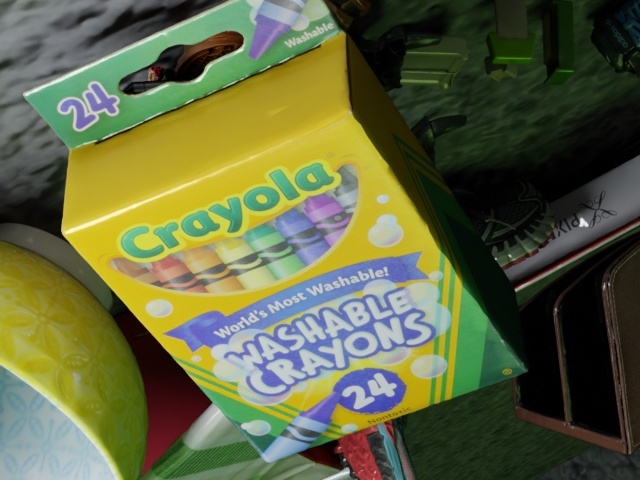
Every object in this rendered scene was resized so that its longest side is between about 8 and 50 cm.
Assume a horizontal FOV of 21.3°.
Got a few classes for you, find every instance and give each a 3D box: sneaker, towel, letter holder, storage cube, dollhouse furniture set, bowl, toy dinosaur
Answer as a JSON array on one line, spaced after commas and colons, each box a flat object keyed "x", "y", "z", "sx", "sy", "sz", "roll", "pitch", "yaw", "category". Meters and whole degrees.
[{"x": 0.065, "y": 0.124, "z": 1.632, "sx": 0.125, "sy": 0.262, "sz": 0.104, "roll": -16, "pitch": 178, "yaw": -24, "category": "sneaker"}, {"x": -0.051, "y": 0.141, "z": 1.384, "sx": 0.325, "sy": 0.038, "sz": 0.248, "roll": -45, "pitch": 163, "yaw": 17, "category": "towel"}, {"x": 0.258, "y": -0.175, "z": 1.346, "sx": 0.084, "sy": 0.058, "sz": 0.152, "roll": -31, "pitch": 168, "yaw": -1, "category": "sneaker"}, {"x": 0.109, "y": -0.005, "z": 1.585, "sx": 0.299, "sy": 0.112, "sz": 0.121, "roll": -24, "pitch": -176, "yaw": -43, "category": "sneaker"}, {"x": 0.345, "y": 0.050, "z": 1.775, "sx": 0.301, "sy": 0.214, "sz": 0.152, "roll": -27, "pitch": -152, "yaw": -36, "category": "letter holder"}, {"x": -0.112, "y": 0.163, "z": 1.647, "sx": 0.215, "sy": 0.193, "sz": 0.183, "roll": -25, "pitch": 162, "yaw": 9, "category": "storage cube"}, {"x": 0.118, "y": -0.154, "z": 1.297, "sx": 0.151, "sy": 0.059, "sz": 0.076, "roll": 1, "pitch": 165, "yaw": -8, "category": "dollhouse furniture set"}, {"x": -0.241, "y": 0.081, "z": 1.270, "sx": 0.156, "sy": 0.289, "sz": 0.289, "roll": -63, "pitch": -174, "yaw": -33, "category": "bowl"}, {"x": -0.030, "y": -0.084, "z": 1.143, "sx": 0.218, "sy": 0.164, "sz": 0.322, "roll": 8, "pitch": 166, "yaw": -31, "category": "toy dinosaur"}]

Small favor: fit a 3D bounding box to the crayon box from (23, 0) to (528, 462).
[{"x": -0.023, "y": 0.000, "z": 1.096, "sx": 0.203, "sy": 0.083, "sz": 0.323, "roll": -22, "pitch": 132, "yaw": 18, "category": "crayon box"}]

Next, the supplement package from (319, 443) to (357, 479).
[{"x": -0.083, "y": 0.221, "z": 1.833, "sx": 0.262, "sy": 0.198, "sz": 0.199, "roll": -27, "pitch": 161, "yaw": 11, "category": "supplement package"}]

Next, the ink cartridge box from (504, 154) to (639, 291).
[{"x": 0.252, "y": -0.012, "z": 1.701, "sx": 0.296, "sy": 0.066, "sz": 0.261, "roll": -30, "pitch": 174, "yaw": 19, "category": "ink cartridge box"}]
